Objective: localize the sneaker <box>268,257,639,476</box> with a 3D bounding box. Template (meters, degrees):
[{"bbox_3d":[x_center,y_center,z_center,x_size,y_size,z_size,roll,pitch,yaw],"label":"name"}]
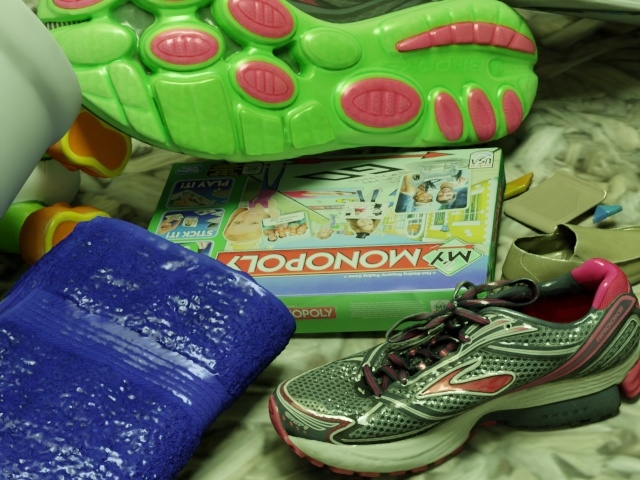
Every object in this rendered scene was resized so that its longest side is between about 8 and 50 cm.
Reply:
[{"bbox_3d":[0.102,0.089,1.268,0.299,0.112,0.121,-16,36,-8],"label":"sneaker"}]

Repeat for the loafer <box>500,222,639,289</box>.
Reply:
[{"bbox_3d":[0.225,0.012,1.398,0.148,0.050,0.056,-15,36,-8],"label":"loafer"}]

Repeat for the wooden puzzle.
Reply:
[{"bbox_3d":[0.214,-0.034,1.494,0.078,0.014,0.116,-29,35,-18],"label":"wooden puzzle"}]

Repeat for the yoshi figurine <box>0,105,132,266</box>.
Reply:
[{"bbox_3d":[-0.368,-0.084,1.545,0.362,0.203,0.203,15,49,34],"label":"yoshi figurine"}]

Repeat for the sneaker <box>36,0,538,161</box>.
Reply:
[{"bbox_3d":[-0.035,-0.157,1.531,0.482,0.185,0.202,6,0,-24],"label":"sneaker"}]

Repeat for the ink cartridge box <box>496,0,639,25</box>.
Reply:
[{"bbox_3d":[0.279,-0.254,1.646,0.296,0.066,0.261,4,4,-25],"label":"ink cartridge box"}]

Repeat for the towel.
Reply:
[{"bbox_3d":[-0.186,0.104,1.266,0.227,0.076,0.308,19,44,22],"label":"towel"}]

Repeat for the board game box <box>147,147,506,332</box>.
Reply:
[{"bbox_3d":[0.000,0.000,1.461,0.317,0.046,0.213,-2,35,12],"label":"board game box"}]

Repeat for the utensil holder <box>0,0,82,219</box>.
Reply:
[{"bbox_3d":[-0.416,-0.036,1.255,0.327,0.327,0.385,17,68,31],"label":"utensil holder"}]
